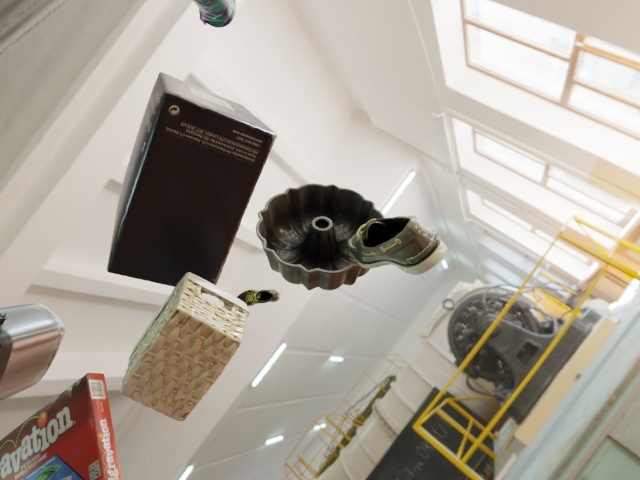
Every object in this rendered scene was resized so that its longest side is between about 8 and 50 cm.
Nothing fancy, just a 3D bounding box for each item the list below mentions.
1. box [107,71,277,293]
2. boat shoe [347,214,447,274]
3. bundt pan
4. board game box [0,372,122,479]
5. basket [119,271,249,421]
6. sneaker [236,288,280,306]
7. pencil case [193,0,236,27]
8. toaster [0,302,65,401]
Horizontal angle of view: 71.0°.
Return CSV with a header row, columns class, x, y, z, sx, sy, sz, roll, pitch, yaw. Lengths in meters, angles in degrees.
class,x,y,z,sx,sy,sz,roll,pitch,yaw
box,-0.242,-0.112,0.797,0.183,0.296,0.294,16,-73,-26
boat shoe,0.130,-0.002,0.907,0.109,0.091,0.305,-46,16,-13
bundt pan,0.000,0.000,1.158,0.331,0.331,0.124,-35,-33,-33
board game box,-0.348,0.292,0.532,0.281,0.145,0.027,-37,-33,14
basket,-0.191,0.151,0.635,0.167,0.113,0.103,-54,16,10
sneaker,-0.116,0.101,0.814,0.083,0.031,0.035,-11,-10,7
pencil case,-0.175,-0.376,0.671,0.070,0.064,0.152,-37,0,8
toaster,-0.624,0.216,0.898,0.227,0.129,0.146,-60,-13,12
